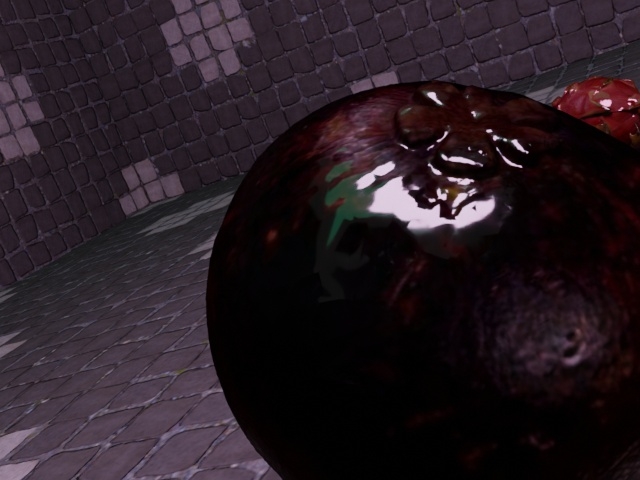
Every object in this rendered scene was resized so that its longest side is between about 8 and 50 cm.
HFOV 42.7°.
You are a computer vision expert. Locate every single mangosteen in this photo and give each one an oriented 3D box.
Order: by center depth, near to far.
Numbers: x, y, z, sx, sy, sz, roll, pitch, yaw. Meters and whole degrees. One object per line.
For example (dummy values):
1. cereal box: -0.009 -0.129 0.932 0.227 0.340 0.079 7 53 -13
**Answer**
1. mangosteen: 0.075 0.053 0.496 0.297 0.293 0.297 16 25 -8

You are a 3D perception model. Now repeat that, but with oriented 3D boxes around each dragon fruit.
1. dragon fruit: 0.420 -0.178 1.206 0.165 0.133 0.136 -9 59 48
